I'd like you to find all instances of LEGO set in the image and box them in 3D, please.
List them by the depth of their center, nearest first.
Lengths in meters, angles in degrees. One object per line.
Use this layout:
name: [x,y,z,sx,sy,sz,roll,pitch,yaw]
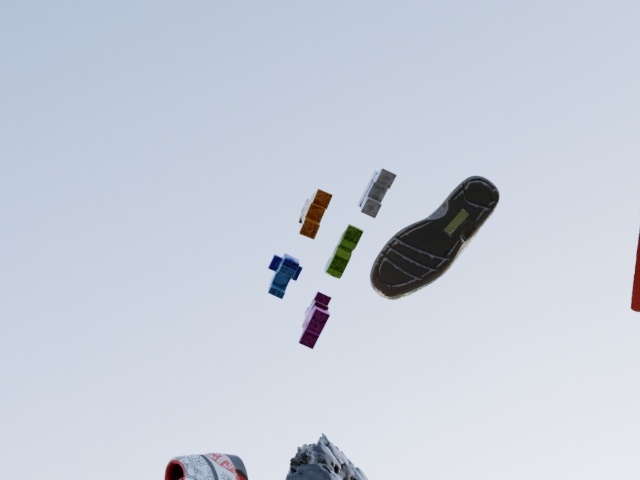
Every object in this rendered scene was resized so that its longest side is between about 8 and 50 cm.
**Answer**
LEGO set: [0.000,0.000,1.126,0.087,0.093,0.227,25,-80,-7]

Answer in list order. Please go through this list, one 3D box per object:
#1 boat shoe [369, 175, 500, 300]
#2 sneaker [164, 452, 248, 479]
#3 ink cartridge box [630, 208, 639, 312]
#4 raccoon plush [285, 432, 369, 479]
boat shoe: [0.128,0.008,1.061,0.190,0.068,0.072,-37,-16,-20]
sneaker: [-0.161,0.451,1.478,0.145,0.270,0.090,14,-54,-40]
ink cartridge box: [0.349,-0.044,0.815,0.189,0.066,0.232,12,-102,-39]
raccoon plush: [-0.025,0.425,0.977,0.299,0.446,0.216,-38,-25,2]
